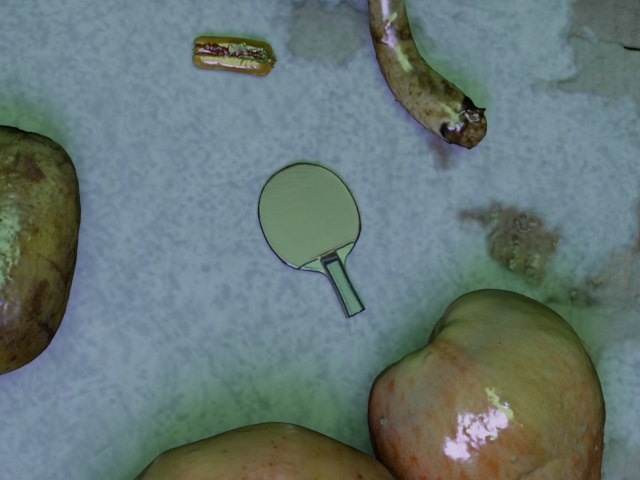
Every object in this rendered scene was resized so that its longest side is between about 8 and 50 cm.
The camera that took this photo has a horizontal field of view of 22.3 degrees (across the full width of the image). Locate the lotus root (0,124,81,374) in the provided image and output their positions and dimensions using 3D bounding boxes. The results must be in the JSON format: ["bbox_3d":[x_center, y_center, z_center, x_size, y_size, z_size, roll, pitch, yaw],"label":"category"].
[{"bbox_3d":[-0.294,0.023,1.455,0.145,0.128,0.260,10,75,8],"label":"lotus root"}]

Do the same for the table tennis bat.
[{"bbox_3d":[0.000,0.000,1.555,0.095,0.014,0.158,-25,84,-12],"label":"table tennis bat"}]

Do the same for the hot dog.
[{"bbox_3d":[-0.083,-0.179,1.565,0.083,0.021,0.037,3,83,-6],"label":"hot dog"}]

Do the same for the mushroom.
[{"bbox_3d":[0.039,-0.251,1.528,0.233,0.208,0.301,7,91,34],"label":"mushroom"}]

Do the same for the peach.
[{"bbox_3d":[0.164,0.166,1.458,0.232,0.232,0.232,1,82,-8],"label":"peach"}]

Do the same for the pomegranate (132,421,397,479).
[{"bbox_3d":[-0.053,0.316,1.342,0.338,0.338,0.338,1,82,-8],"label":"pomegranate"}]
